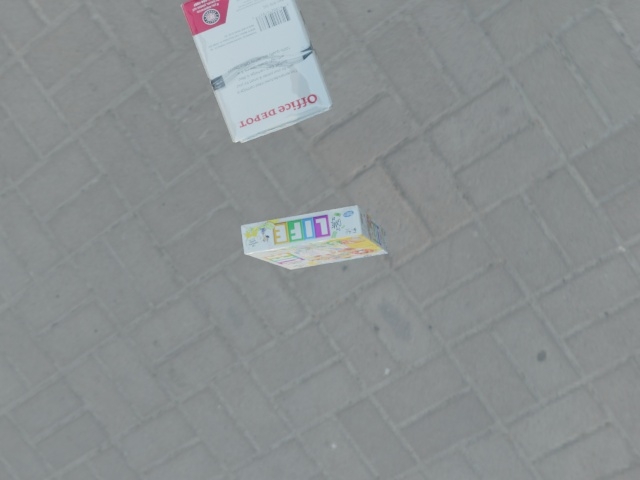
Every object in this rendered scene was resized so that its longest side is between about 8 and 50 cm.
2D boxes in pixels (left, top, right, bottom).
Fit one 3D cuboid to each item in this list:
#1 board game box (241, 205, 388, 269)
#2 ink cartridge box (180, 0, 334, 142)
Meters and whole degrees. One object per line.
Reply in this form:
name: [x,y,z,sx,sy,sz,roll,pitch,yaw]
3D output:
board game box: [0.000,0.000,0.797,0.103,0.154,0.026,-9,81,12]
ink cartridge box: [-0.061,-0.188,0.886,0.109,0.063,0.150,-19,99,7]
